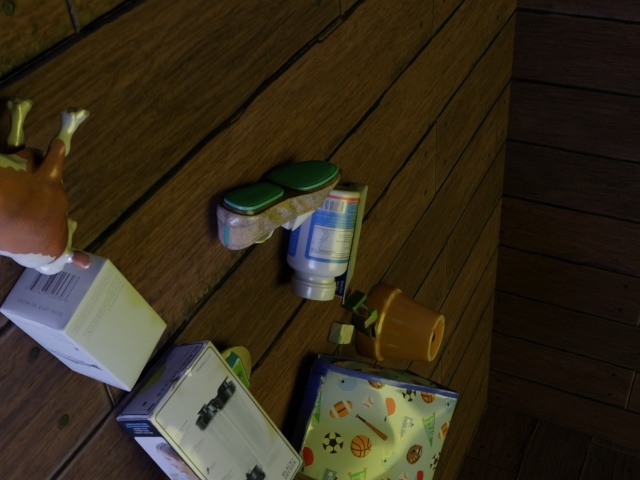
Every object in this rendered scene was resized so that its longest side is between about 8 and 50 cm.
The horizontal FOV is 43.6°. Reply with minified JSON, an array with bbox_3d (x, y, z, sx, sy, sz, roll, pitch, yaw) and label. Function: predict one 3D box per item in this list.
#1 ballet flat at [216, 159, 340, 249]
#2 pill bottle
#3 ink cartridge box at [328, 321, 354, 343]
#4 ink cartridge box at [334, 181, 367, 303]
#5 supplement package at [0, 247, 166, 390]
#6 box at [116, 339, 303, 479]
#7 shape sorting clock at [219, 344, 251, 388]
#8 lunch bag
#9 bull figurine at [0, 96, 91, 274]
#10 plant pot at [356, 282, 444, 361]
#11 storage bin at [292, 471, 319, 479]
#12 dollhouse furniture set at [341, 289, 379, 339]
[{"bbox_3d":[-0.077,-0.062,1.418,0.316,0.107,0.106,-26,134,-49],"label":"ballet flat"},{"bbox_3d":[0.000,0.000,1.580,0.124,0.124,0.221,-11,114,-64],"label":"pill bottle"},{"bbox_3d":[0.050,0.224,1.938,0.083,0.028,0.048,17,88,-66],"label":"ink cartridge box"},{"bbox_3d":[0.056,0.000,1.724,0.224,0.045,0.223,-62,161,-75],"label":"ink cartridge box"},{"bbox_3d":[-0.292,0.098,1.006,0.105,0.105,0.179,-65,154,-25],"label":"supplement package"},{"bbox_3d":[-0.168,0.320,1.278,0.290,0.087,0.169,56,46,-24],"label":"box"},{"bbox_3d":[-0.188,0.280,1.421,0.206,0.040,0.206,-52,158,-32],"label":"shape sorting clock"},{"bbox_3d":[0.091,0.451,1.887,0.385,0.239,0.327,16,89,-39],"label":"lunch bag"},{"bbox_3d":[-0.336,-0.062,0.822,0.310,0.101,0.188,13,88,-66],"label":"bull figurine"},{"bbox_3d":[0.221,0.235,2.127,0.205,0.188,0.205,-44,141,-50],"label":"plant pot"},{"bbox_3d":[-0.089,0.580,1.540,0.123,0.260,0.262,26,79,-65],"label":"storage bin"},{"bbox_3d":[0.096,0.198,1.983,0.058,0.076,0.151,-42,140,-32],"label":"dollhouse furniture set"}]
